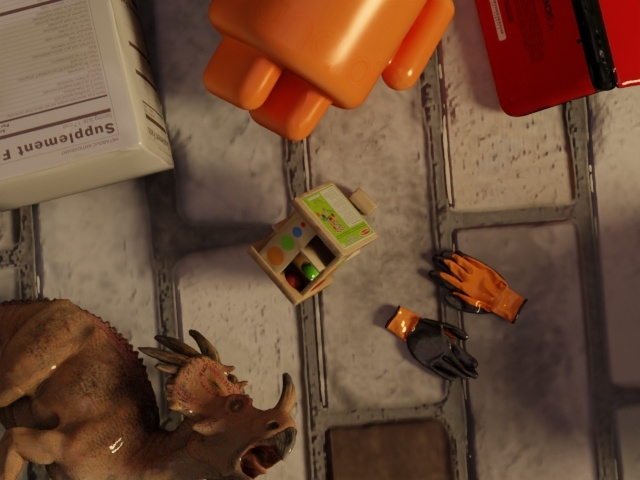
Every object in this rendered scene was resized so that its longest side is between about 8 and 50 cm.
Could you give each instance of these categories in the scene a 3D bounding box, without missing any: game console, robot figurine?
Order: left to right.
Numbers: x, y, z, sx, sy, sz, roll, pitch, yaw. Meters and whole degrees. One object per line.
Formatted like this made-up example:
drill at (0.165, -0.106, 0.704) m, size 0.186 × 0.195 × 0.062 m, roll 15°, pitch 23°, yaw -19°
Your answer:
robot figurine at (0.010, -0.177, 1.183) m, size 0.158 × 0.128 × 0.219 m, roll 31°, pitch 90°, yaw 9°
game console at (0.182, -0.169, 1.223) m, size 0.124 × 0.085 × 0.144 m, roll -17°, pitch 84°, yaw 35°

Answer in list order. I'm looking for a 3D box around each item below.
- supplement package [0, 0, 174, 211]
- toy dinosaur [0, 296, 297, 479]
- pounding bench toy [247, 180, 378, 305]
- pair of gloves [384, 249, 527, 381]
supplement package at (-0.200, -0.156, 1.194) m, size 0.139 × 0.134 × 0.244 m, roll -13°, pitch 85°, yaw 4°
toy dinosaur at (-0.157, 0.103, 1.186) m, size 0.295 × 0.127 × 0.200 m, roll 42°, pitch 83°, yaw 18°
pounding bench toy at (0.000, 0.000, 1.211) m, size 0.052 × 0.083 × 0.065 m, roll 49°, pitch 123°, yaw 8°
pair of gloves at (0.095, 0.052, 1.217) m, size 0.074 × 0.010 × 0.083 m, roll 35°, pitch 91°, yaw 6°
